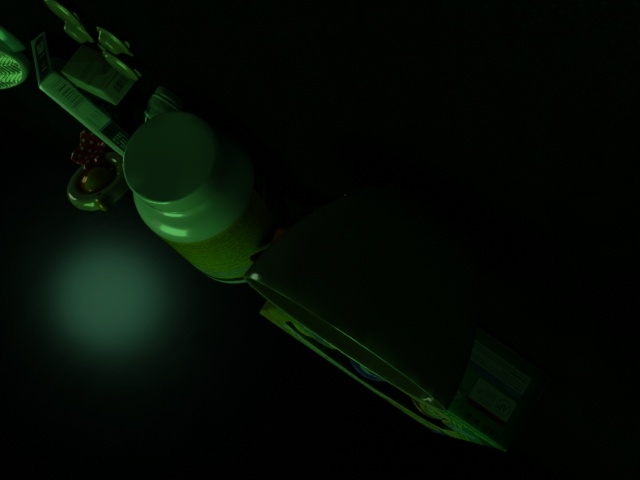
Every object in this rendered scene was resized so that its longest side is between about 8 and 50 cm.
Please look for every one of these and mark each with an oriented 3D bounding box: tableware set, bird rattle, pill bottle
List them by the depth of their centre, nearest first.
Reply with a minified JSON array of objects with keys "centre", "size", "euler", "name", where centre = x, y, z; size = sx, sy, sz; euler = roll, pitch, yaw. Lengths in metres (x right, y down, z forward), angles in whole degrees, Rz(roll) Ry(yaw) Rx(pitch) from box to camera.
[{"centre":[-0.321,-0.289,1.419],"size":[0.168,0.020,0.141],"euler":[35,170,1],"name":"tableware set"},{"centre":[-0.171,-0.064,1.540],"size":[0.188,0.188,0.334],"euler":[31,171,21],"name":"pill bottle"},{"centre":[-0.494,-0.158,2.280],"size":[0.253,0.207,0.143],"euler":[19,147,28],"name":"bird rattle"}]

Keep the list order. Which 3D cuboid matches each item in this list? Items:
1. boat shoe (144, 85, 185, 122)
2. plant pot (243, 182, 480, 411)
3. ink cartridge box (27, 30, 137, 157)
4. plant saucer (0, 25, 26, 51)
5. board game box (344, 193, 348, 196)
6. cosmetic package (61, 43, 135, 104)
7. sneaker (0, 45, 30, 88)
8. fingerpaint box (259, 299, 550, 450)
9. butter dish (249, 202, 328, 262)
[{"centre":[-0.246,-0.188,1.553],"size":[0.066,0.063,0.184],"euler":[36,171,-12],"name":"boat shoe"},{"centre":[0.077,0.044,1.186],"size":[0.284,0.191,0.284],"euler":[33,172,5],"name":"plant pot"},{"centre":[-0.401,-0.260,1.703],"size":[0.206,0.045,0.208],"euler":[42,-167,-40],"name":"ink cartridge box"},{"centre":[-0.633,-0.404,1.960],"size":[0.119,0.021,0.119],"euler":[34,172,6],"name":"plant saucer"},{"centre":[0.095,-0.008,1.370],"size":[0.133,0.033,0.168],"euler":[38,171,-26],"name":"board game box"},{"centre":[-0.342,-0.257,1.546],"size":[0.115,0.060,0.041],"euler":[26,167,38],"name":"cosmetic package"},{"centre":[-0.760,-0.421,2.089],"size":[0.350,0.148,0.131],"euler":[14,135,2],"name":"sneaker"},{"centre":[0.133,0.190,1.837],"size":[0.445,0.163,0.371],"euler":[35,168,-7],"name":"fingerpaint box"},{"centre":[0.000,0.000,1.533],"size":[0.160,0.118,0.160],"euler":[27,-151,33],"name":"butter dish"}]
